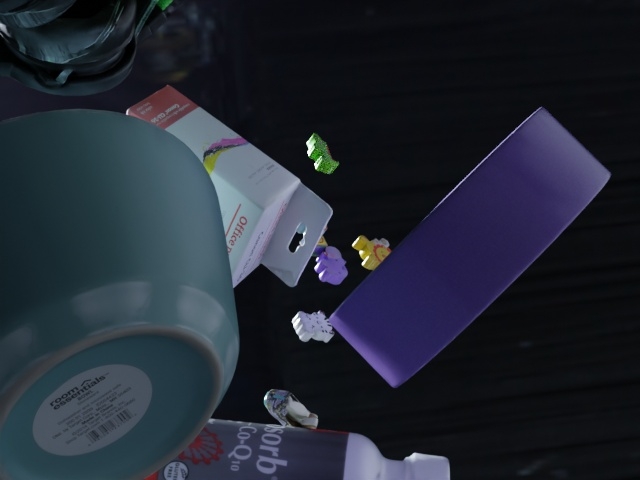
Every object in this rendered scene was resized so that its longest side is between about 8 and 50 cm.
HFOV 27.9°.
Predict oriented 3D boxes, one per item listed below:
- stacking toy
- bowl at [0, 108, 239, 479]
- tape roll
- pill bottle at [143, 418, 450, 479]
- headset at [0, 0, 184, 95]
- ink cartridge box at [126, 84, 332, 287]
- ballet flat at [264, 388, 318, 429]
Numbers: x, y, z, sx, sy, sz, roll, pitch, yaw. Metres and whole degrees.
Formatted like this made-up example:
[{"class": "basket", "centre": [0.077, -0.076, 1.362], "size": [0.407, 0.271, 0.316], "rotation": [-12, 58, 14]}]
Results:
[{"class": "stacking toy", "centre": [0.000, 0.000, 1.643], "size": [0.167, 0.052, 0.221], "rotation": [-50, 52, 35]}, {"class": "bowl", "centre": [-0.183, 0.075, 0.952], "size": [0.163, 0.311, 0.312], "rotation": [53, 155, 38]}, {"class": "tape roll", "centre": [0.133, 0.007, 1.164], "size": [0.090, 0.275, 0.275], "rotation": [44, 170, 4]}, {"class": "pill bottle", "centre": [-0.039, 0.319, 1.490], "size": [0.210, 0.362, 0.210], "rotation": [5, -90, -87]}, {"class": "headset", "centre": [-0.218, -0.194, 1.063], "size": [0.185, 0.394, 0.243], "rotation": [45, 169, 23]}, {"class": "ink cartridge box", "centre": [-0.098, -0.036, 1.183], "size": [0.067, 0.198, 0.115], "rotation": [-42, -16, -48]}, {"class": "ballet flat", "centre": [-0.026, 0.216, 1.558], "size": [0.114, 0.041, 0.041], "rotation": [49, -157, -46]}]
